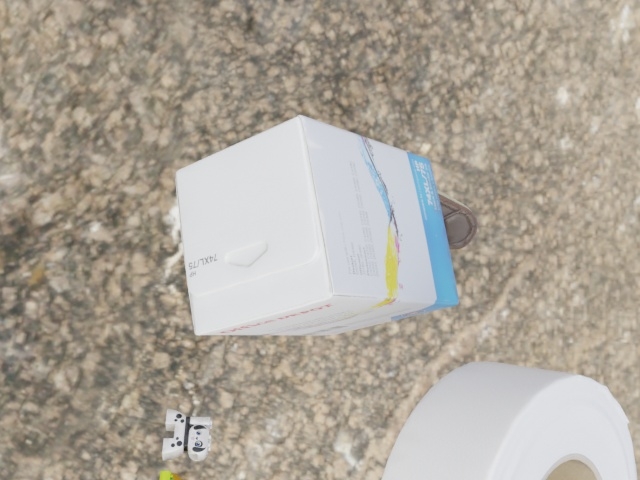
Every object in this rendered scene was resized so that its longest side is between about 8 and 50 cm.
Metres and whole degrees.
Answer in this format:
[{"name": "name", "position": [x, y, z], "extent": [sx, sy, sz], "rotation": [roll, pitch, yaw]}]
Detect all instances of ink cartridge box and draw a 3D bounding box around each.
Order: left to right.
[{"name": "ink cartridge box", "position": [0.000, 0.000, 0.921], "extent": [0.270, 0.198, 0.197], "rotation": [9, 68, -53]}]

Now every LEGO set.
[{"name": "LEGO set", "position": [-0.134, 0.310, 0.870], "extent": [0.093, 0.087, 0.227], "rotation": [3, 48, -6]}]

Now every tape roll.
[{"name": "tape roll", "position": [0.172, 0.250, 0.681], "extent": [0.286, 0.100, 0.286], "rotation": [0, 90, -44]}]

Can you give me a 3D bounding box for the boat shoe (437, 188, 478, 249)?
[{"name": "boat shoe", "position": [0.103, -0.069, 1.133], "extent": [0.257, 0.095, 0.095], "rotation": [32, 103, -13]}]
